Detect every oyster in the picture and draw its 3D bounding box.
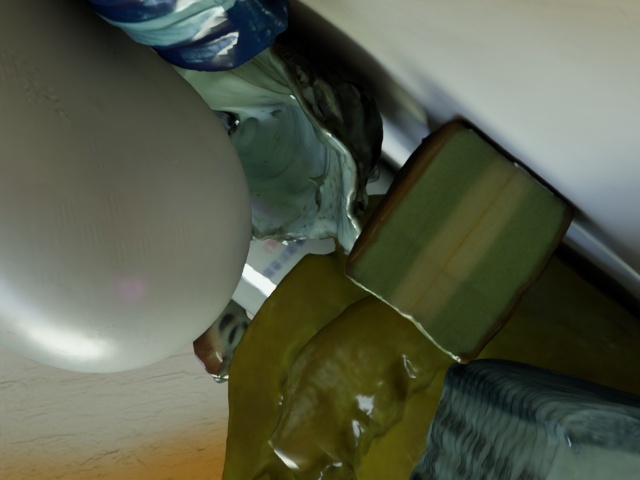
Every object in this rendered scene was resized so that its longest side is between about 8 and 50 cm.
[{"bbox_3d":[-0.023,-0.054,0.982,0.199,0.087,0.252,51,174,21],"label":"oyster"}]

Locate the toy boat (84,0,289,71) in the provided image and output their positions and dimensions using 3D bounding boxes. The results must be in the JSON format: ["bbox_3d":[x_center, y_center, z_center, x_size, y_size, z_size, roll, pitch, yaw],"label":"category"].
[{"bbox_3d":[-0.135,-0.177,0.690,0.291,0.067,0.220,42,177,-27],"label":"toy boat"}]

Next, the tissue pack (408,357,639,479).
[{"bbox_3d":[0.162,0.123,0.731,0.228,0.103,0.316,15,179,-3],"label":"tissue pack"}]

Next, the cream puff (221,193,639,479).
[{"bbox_3d":[0.094,0.140,1.042,0.291,0.257,0.324,41,179,31],"label":"cream puff"}]

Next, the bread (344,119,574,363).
[{"bbox_3d":[0.057,0.000,0.877,0.074,0.084,0.139,37,179,-3],"label":"bread"}]

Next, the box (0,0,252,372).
[{"bbox_3d":[-0.176,-0.080,0.877,0.289,0.141,0.349,39,-178,-20],"label":"box"}]

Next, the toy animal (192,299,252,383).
[{"bbox_3d":[-0.075,-0.024,1.553,0.255,0.170,0.090,57,-179,26],"label":"toy animal"}]

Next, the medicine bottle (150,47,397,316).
[{"bbox_3d":[0.000,0.000,1.217,0.341,0.130,0.130,38,178,-14],"label":"medicine bottle"}]
